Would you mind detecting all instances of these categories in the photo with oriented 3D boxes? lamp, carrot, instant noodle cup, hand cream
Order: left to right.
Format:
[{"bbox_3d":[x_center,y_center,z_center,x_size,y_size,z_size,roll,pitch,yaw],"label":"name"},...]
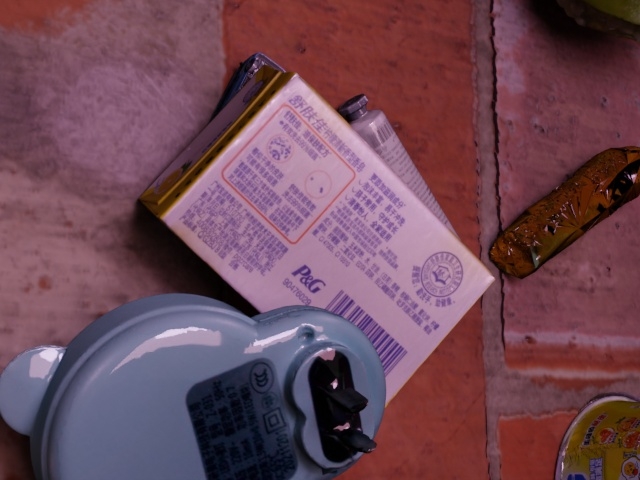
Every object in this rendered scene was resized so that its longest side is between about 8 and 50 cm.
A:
[{"bbox_3d":[-0.087,0.138,0.950,0.284,0.147,0.209,-12,109,-3],"label":"lamp"},{"bbox_3d":[0.076,-0.050,1.188,0.067,0.042,0.194,-47,114,-40],"label":"hand cream"},{"bbox_3d":[0.267,-0.034,1.304,0.229,0.069,0.069,-34,102,-33],"label":"carrot"},{"bbox_3d":[0.362,0.255,1.266,0.205,0.153,0.204,6,80,-35],"label":"instant noodle cup"}]

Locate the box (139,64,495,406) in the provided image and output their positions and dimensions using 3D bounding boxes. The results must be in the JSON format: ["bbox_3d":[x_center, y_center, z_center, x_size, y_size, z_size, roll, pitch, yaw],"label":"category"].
[{"bbox_3d":[0.000,0.000,1.055,0.265,0.097,0.168,43,84,-22],"label":"box"}]

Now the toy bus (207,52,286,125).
[{"bbox_3d":[-0.065,-0.121,1.094,0.038,0.046,0.083,34,67,-23],"label":"toy bus"}]

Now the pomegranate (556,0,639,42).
[{"bbox_3d":[0.309,-0.331,1.284,0.341,0.260,0.260,2,80,-18],"label":"pomegranate"}]
